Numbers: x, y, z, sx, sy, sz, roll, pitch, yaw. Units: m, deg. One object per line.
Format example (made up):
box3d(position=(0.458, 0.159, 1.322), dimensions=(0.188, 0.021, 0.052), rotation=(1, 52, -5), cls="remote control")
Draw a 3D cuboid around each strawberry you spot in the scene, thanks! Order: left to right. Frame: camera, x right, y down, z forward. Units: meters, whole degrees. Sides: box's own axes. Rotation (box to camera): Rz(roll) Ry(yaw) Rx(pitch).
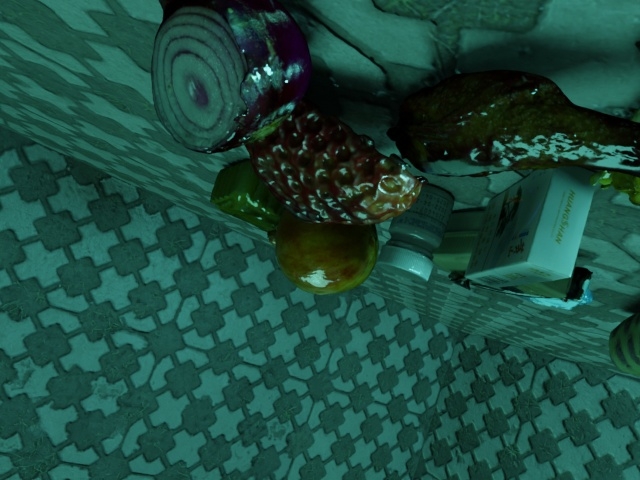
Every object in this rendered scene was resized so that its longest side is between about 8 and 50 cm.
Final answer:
box3d(position=(0.010, -0.091, 0.689), dimensions=(0.280, 0.150, 0.253), rotation=(38, -177, 21), cls="strawberry")

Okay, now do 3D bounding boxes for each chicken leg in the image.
box3d(position=(0.196, -0.099, 0.468), dimensions=(0.158, 0.095, 0.407), rotation=(27, 178, -34), cls="chicken leg")

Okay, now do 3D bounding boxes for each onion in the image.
box3d(position=(-0.114, -0.218, 0.526), dimensions=(0.195, 0.140, 0.218), rotation=(-26, 95, 53), cls="onion")

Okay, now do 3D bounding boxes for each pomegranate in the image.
box3d(position=(0.000, 0.000, 1.088), dimensions=(0.271, 0.251, 0.229), rotation=(-4, 179, 19), cls="pomegranate")

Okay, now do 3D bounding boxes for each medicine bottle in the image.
box3d(position=(0.182, -0.015, 0.879), dimensions=(0.105, 0.168, 0.105), rotation=(21, 171, 4), cls="medicine bottle")

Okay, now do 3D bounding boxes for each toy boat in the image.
box3d(position=(0.501, 0.078, 1.051), dimensions=(0.215, 0.088, 0.102), rotation=(14, 134, 38), cls="toy boat")

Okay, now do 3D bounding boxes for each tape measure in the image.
box3d(position=(0.366, 0.047, 0.964), dimensions=(0.271, 0.132, 0.231), rotation=(21, 170, -19), cls="tape measure")

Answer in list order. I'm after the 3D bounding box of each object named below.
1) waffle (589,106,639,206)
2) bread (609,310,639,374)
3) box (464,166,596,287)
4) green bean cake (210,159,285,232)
box3d(position=(0.431, -0.057, 0.422), dimensions=(0.302, 0.068, 0.325), rotation=(21, 176, 11), cls="waffle")
box3d(position=(0.780, 0.228, 1.024), dimensions=(0.187, 0.155, 0.338), rotation=(8, 164, 23), cls="bread")
box3d(position=(0.305, -0.011, 0.698), dimensions=(0.067, 0.149, 0.233), rotation=(18, 170, 1), cls="box")
box3d(position=(-0.159, -0.104, 1.239), dimensions=(0.236, 0.124, 0.233), rotation=(25, 170, -27), cls="green bean cake")
